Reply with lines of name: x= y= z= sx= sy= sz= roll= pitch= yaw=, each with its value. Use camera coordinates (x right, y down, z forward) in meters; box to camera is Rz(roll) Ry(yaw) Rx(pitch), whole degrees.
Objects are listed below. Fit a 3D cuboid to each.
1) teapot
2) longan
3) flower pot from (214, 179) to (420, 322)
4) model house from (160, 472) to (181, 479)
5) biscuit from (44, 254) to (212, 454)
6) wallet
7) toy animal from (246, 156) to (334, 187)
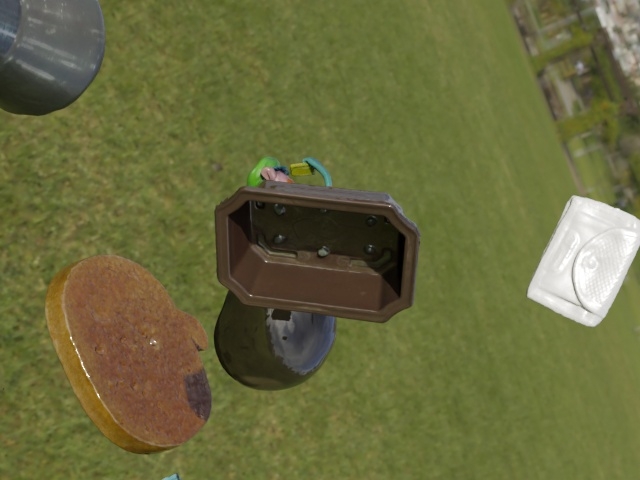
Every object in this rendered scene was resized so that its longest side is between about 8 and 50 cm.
teapot: x=-0.608 y=-0.361 z=1.801 sx=0.376 sy=0.306 sz=0.362 roll=-67 pitch=158 yaw=6
longan: x=-0.069 y=0.138 z=1.610 sx=0.196 sy=0.197 sz=0.220 roll=25 pitch=79 yaw=-66
flower pot: x=0.000 y=0.000 z=1.232 sx=0.084 sy=0.251 sz=0.178 roll=-72 pitch=166 yaw=-54
model house: x=-0.331 y=0.599 z=1.817 sx=0.226 sy=0.241 sz=0.261 roll=-121 pitch=-161 yaw=-56
biscuit: x=-0.350 y=0.211 z=1.866 sx=0.350 sy=0.070 sz=0.394 roll=-5 pitch=68 yaw=-55
wallet: x=0.394 y=0.029 z=1.466 sx=0.182 sy=0.124 sz=0.032 roll=-63 pitch=161 yaw=-4
toy animal: x=-0.014 y=-0.074 z=1.499 sx=0.208 sy=0.103 sz=0.100 roll=26 pitch=-8 yaw=41
